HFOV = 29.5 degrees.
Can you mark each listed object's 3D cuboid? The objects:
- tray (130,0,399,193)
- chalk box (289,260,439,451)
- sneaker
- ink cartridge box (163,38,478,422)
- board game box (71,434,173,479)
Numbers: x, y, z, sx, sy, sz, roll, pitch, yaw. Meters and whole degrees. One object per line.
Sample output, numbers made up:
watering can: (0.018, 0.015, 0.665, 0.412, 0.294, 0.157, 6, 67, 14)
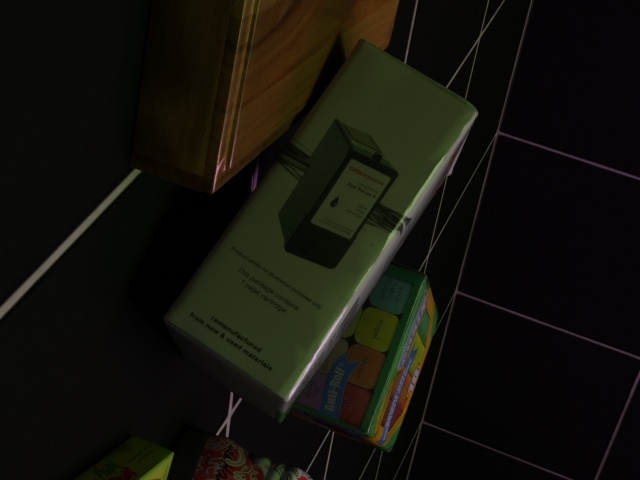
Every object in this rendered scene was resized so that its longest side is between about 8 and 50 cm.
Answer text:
tray: (-0.013, -0.207, 0.982, 0.411, 0.076, 0.202, -47, 153, -58)
chalk box: (0.011, 0.104, 1.304, 0.289, 0.179, 0.180, 56, 54, -74)
sneaker: (-0.077, 0.292, 1.296, 0.270, 0.145, 0.090, 87, 26, -60)
ink cartridge box: (0.000, 0.000, 1.054, 0.289, 0.121, 0.211, -56, 175, -13)
board game box: (-0.185, 0.235, 0.994, 0.181, 0.043, 0.092, -29, 137, -71)
